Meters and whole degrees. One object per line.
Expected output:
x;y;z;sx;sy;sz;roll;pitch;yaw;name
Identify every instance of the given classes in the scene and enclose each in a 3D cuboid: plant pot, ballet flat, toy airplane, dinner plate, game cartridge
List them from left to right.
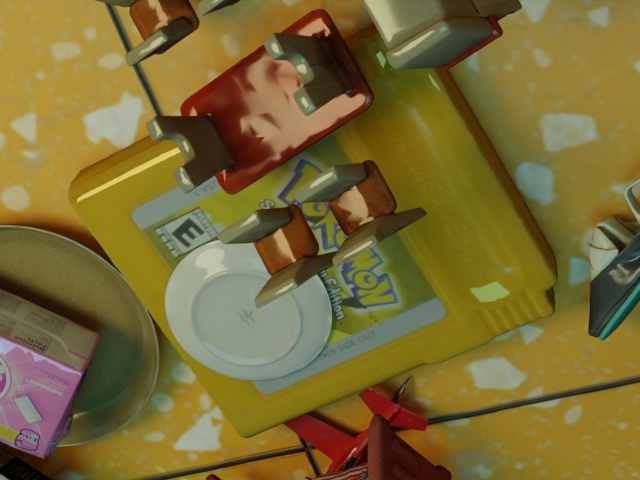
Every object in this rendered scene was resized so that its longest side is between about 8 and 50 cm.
-0.255;0.082;1.309;0.236;0.032;0.236;4;120;7;plant pot
-0.061;0.062;1.219;0.141;0.017;0.141;3;119;5;dinner plate
0.000;0.000;1.209;0.323;0.053;0.285;-24;114;22;game cartridge
0.042;0.180;1.322;0.151;0.028;0.151;3;122;5;toy airplane
0.258;-0.008;1.160;0.074;0.074;0.203;29;127;-8;ballet flat

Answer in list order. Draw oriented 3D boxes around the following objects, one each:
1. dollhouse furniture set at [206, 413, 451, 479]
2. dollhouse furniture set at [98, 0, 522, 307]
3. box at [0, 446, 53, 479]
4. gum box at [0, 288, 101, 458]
0.072;0.337;1.351;0.201;0.152;0.374;-22;133;27;dollhouse furniture set
0.004;-0.124;1.064;0.259;0.135;0.262;-30;87;31;dollhouse furniture set
-0.387;0.228;1.318;0.290;0.087;0.169;34;91;2;box
-0.290;0.101;1.270;0.188;0.062;0.107;25;121;-6;gum box
